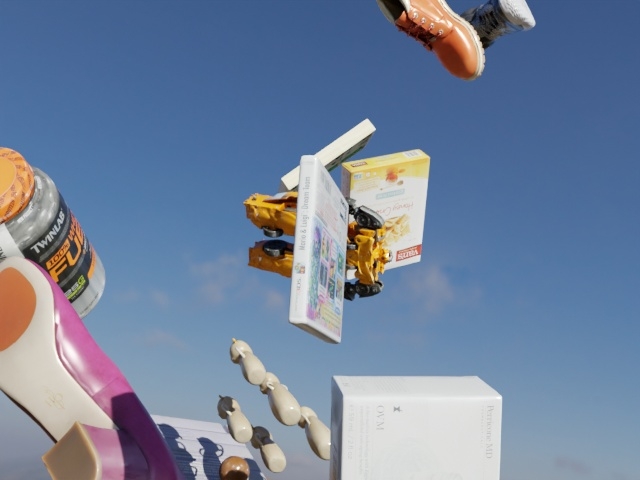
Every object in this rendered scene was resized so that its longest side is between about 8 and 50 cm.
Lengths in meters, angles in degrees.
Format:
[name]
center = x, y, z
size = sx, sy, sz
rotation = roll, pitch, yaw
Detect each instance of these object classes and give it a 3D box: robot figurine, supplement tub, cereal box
[robot figurine]
center = 0.000, 0.000, 1.540
size = 0.291, 0.211, 0.085
rotation = 10, 30, 19
[supplement tub]
center = -0.541, 0.003, 1.495
size = 0.207, 0.207, 0.338
rotation = 5, -35, 13
[cereal box]
center = 0.122, -0.050, 1.610
size = 0.173, 0.240, 0.047
rotation = -13, 33, -21

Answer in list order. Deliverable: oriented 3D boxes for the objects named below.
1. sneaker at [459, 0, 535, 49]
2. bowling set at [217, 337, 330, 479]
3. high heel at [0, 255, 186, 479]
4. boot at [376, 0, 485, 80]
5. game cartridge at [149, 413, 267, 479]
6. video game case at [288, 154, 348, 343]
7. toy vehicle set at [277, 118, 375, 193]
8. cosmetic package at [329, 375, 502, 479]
[sneaker]
center = 0.342, -0.436, 1.653
size = 0.153, 0.101, 0.268
rotation = -27, 5, 20
[bowling set]
center = -0.125, 0.329, 1.488
size = 0.287, 0.200, 0.154
rotation = 54, -6, -25
[high heel]
center = -0.295, 0.178, 1.015
size = 0.127, 0.377, 0.181
rotation = -38, -34, 8
[boot]
center = 0.127, -0.249, 0.978
size = 0.084, 0.158, 0.059
rotation = -28, -11, -42
[game cartridge]
center = -0.275, 0.443, 1.637
size = 0.355, 0.068, 0.230
rotation = 20, 23, -41
[video game case]
center = 0.001, 0.015, 0.750
size = 0.019, 0.143, 0.157
rotation = 1, -13, 12
[toy vehicle set]
center = 0.011, -0.196, 2.074
size = 0.035, 0.267, 0.166
rotation = 53, -10, 4
[cosmetic package]
center = 0.131, 0.316, 1.174
size = 0.224, 0.224, 0.138
rotation = 0, 3, -7
